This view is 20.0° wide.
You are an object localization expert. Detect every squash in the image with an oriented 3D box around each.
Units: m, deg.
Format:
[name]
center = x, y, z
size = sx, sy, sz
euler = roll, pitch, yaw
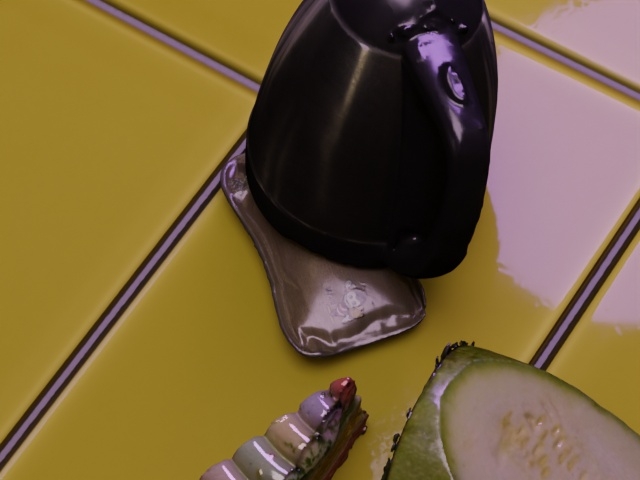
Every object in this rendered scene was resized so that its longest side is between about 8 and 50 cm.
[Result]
[squash]
center = 0.191, 0.200, 1.341
size = 0.260, 0.189, 0.189
euler = 21, 66, 21

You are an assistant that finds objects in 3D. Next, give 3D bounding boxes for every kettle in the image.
[kettle]
center = 0.047, -0.117, 1.451
size = 0.207, 0.271, 0.251
euler = 17, 54, 3

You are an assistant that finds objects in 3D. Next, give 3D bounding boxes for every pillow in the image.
[pillow]
center = 0.000, 0.000, 1.553
size = 0.130, 0.033, 0.217
euler = -17, 61, -9

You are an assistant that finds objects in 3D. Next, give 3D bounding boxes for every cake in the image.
[cake]
center = -0.054, 0.193, 1.413
size = 0.090, 0.109, 0.225
euler = 31, 70, 20
